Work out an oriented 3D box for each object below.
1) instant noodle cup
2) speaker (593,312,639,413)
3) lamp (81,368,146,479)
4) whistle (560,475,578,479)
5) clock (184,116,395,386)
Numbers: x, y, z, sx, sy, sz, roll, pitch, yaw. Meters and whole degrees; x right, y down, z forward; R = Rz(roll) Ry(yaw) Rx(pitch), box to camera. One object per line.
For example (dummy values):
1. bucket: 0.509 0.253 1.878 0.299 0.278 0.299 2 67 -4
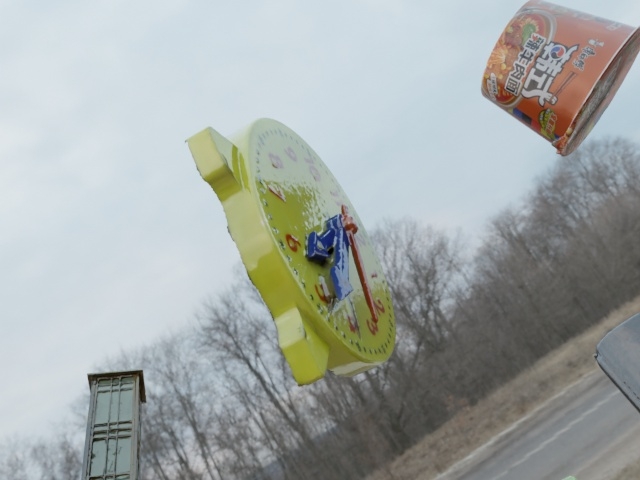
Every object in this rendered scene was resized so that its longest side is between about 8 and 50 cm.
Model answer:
1. instant noodle cup: 0.425 -0.303 1.080 0.250 0.192 0.250 -43 -26 -27
2. speaker: 0.593 0.124 0.784 0.388 0.180 0.184 -6 -59 -9
3. lamp: -0.299 0.334 0.862 0.089 0.325 0.090 -3 -53 -14
4. whistle: 0.267 0.311 0.509 0.105 0.227 0.085 -33 -46 11
5. clock: 0.004 -0.002 0.608 0.071 0.277 0.293 -27 0 18
